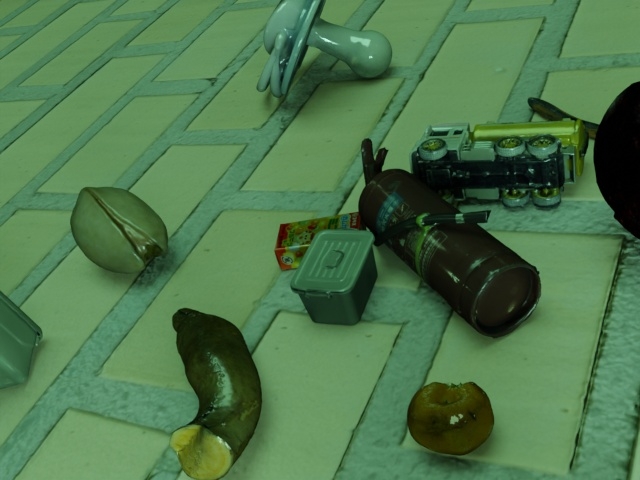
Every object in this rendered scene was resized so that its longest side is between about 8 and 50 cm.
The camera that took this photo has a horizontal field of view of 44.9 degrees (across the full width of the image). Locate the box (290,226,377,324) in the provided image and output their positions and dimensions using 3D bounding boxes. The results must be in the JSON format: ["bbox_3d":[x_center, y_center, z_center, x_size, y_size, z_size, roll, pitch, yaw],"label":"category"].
[{"bbox_3d":[0.022,0.047,0.970,0.084,0.069,0.122,3,42,25],"label":"box"}]

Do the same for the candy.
[{"bbox_3d":[0.000,0.000,1.066,0.122,0.038,0.062,-9,38,15],"label":"candy"}]

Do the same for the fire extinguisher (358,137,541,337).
[{"bbox_3d":[0.131,-0.022,0.962,0.105,0.141,0.341,-4,30,-26],"label":"fire extinguisher"}]

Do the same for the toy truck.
[{"bbox_3d":[0.242,-0.110,1.050,0.227,0.098,0.114,1,37,22],"label":"toy truck"}]

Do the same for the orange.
[{"bbox_3d":[0.128,0.178,0.758,0.086,0.062,0.086,-15,20,5],"label":"orange"}]

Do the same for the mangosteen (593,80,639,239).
[{"bbox_3d":[0.426,-0.107,0.829,0.265,0.228,0.228,-56,33,17],"label":"mangosteen"}]

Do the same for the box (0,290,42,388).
[{"bbox_3d":[-0.456,0.132,1.009,0.124,0.172,0.092,-17,51,7],"label":"box"}]

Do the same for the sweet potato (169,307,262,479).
[{"bbox_3d":[-0.132,0.151,0.892,0.112,0.085,0.285,-28,36,-3],"label":"sweet potato"}]

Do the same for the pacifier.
[{"bbox_3d":[0.017,-0.360,1.431,0.233,0.244,0.299,19,36,0],"label":"pacifier"}]

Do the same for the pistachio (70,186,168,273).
[{"bbox_3d":[-0.301,-0.016,1.155,0.185,0.124,0.124,24,54,40],"label":"pistachio"}]

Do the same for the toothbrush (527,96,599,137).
[{"bbox_3d":[0.397,-0.147,1.085,0.031,0.023,0.321,-26,37,-13],"label":"toothbrush"}]
